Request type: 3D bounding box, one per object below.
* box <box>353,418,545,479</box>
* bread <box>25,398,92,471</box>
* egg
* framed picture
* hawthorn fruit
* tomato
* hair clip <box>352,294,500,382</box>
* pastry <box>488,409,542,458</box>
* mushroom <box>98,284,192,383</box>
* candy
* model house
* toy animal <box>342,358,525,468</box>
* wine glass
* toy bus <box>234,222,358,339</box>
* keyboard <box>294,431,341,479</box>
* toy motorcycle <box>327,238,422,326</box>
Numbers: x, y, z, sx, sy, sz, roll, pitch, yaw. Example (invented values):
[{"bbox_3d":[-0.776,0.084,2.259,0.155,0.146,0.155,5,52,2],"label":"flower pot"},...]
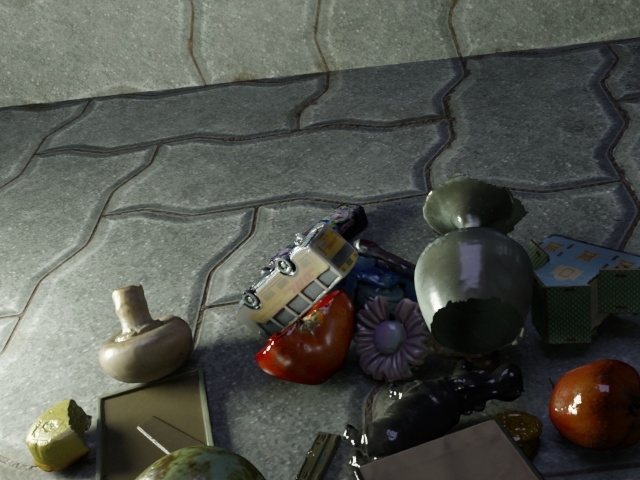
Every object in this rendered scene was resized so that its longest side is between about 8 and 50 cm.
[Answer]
[{"bbox_3d":[0.209,0.424,1.457,0.252,0.153,0.188,-18,28,-9],"label":"box"},{"bbox_3d":[-0.525,0.394,1.864,0.125,0.086,0.156,-22,27,-3],"label":"bread"},{"bbox_3d":[-0.209,0.458,1.481,0.289,0.238,0.238,-30,28,11],"label":"egg"},{"bbox_3d":[-0.335,0.383,1.871,0.240,0.020,0.324,-16,30,-5],"label":"framed picture"},{"bbox_3d":[0.462,0.287,1.619,0.203,0.163,0.162,-13,20,50],"label":"hawthorn fruit"},{"bbox_3d":[-0.010,0.215,1.894,0.233,0.139,0.200,-35,-4,-11],"label":"tomato"},{"bbox_3d":[0.206,0.208,1.855,0.300,0.173,0.069,8,-5,16],"label":"hair clip"},{"bbox_3d":[0.339,0.346,1.639,0.109,0.057,0.097,-13,24,-5],"label":"pastry"},{"bbox_3d":[-0.372,0.207,2.014,0.206,0.209,0.206,12,3,-1],"label":"mushroom"},{"bbox_3d":[0.000,0.000,2.359,0.088,0.061,0.312,10,36,39],"label":"candy"},{"bbox_3d":[0.504,0.113,1.846,0.271,0.178,0.206,20,37,40],"label":"model house"},{"bbox_3d":[0.201,0.306,1.697,0.343,0.106,0.168,-29,25,-23],"label":"toy animal"},{"bbox_3d":[0.297,0.048,1.802,0.238,0.238,0.323,-5,48,14],"label":"wine glass"},{"bbox_3d":[-0.058,0.091,1.989,0.342,0.138,0.097,-46,6,45],"label":"toy bus"},{"bbox_3d":[-0.004,0.402,1.716,0.049,0.015,0.129,6,34,20],"label":"keyboard"},{"bbox_3d":[0.108,0.103,2.076,0.319,0.241,0.182,26,87,40],"label":"toy motorcycle"}]
